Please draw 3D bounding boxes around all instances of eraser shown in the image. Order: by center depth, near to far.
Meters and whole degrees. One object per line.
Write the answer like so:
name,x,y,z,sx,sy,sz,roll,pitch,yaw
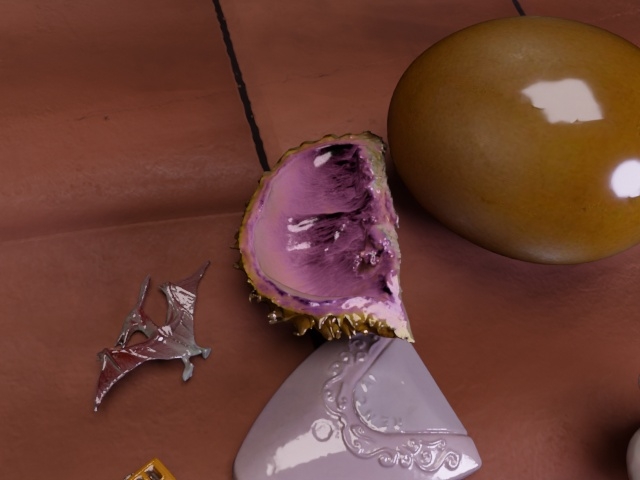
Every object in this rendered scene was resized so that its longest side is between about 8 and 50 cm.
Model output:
eraser,0.025,0.194,0.718,0.244,0.059,0.204,-20,65,-26

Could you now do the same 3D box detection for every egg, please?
egg,0.252,-0.117,0.820,0.352,0.282,0.282,17,57,9

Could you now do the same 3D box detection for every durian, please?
durian,0.000,-0.001,0.811,0.191,0.112,0.341,-8,47,4

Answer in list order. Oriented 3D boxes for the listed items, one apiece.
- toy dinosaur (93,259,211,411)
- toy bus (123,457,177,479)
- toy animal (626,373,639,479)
toy dinosaur,-0.173,0.101,0.757,0.108,0.032,0.220,27,49,10
toy bus,-0.192,0.276,0.624,0.162,0.069,0.074,-37,71,-29
toy animal,0.446,0.242,0.683,0.310,0.247,0.182,38,94,26
